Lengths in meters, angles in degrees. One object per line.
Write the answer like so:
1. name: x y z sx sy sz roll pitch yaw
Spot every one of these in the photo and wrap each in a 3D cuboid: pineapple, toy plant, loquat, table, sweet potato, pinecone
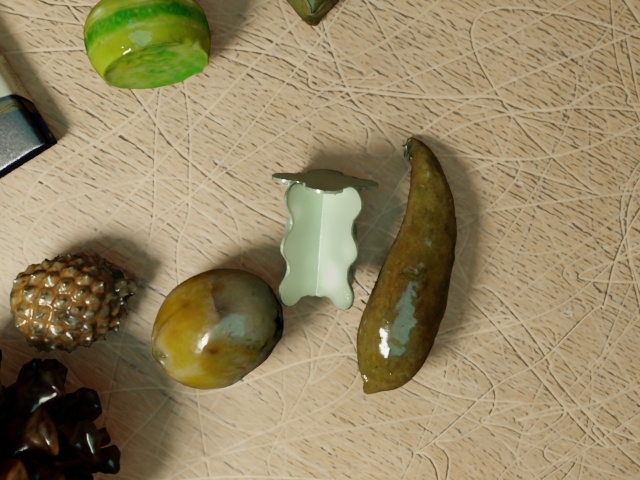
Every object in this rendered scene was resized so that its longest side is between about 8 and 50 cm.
1. pineapple: -0.384 0.095 1.234 0.193 0.166 0.166 -15 98 3
2. toy plant: -0.287 -0.403 1.175 0.224 0.184 0.316 -13 82 -3
3. loquat: -0.162 0.136 1.222 0.227 0.179 0.179 -36 97 22
4. table: 0.000 0.000 1.224 0.166 0.166 0.199 4 106 0
5. sweet potato: 0.147 0.049 1.247 0.130 0.130 0.423 13 91 -2
6. pinecone: -0.492 0.346 1.177 0.397 0.398 0.398 0 98 0

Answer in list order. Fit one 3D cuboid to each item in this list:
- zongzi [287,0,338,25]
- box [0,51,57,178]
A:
1. zongzi: -0.009 -0.470 1.185 0.204 0.094 0.205 -42 95 2
2. box: -0.559 -0.221 1.230 0.168 0.071 0.259 -31 95 5
